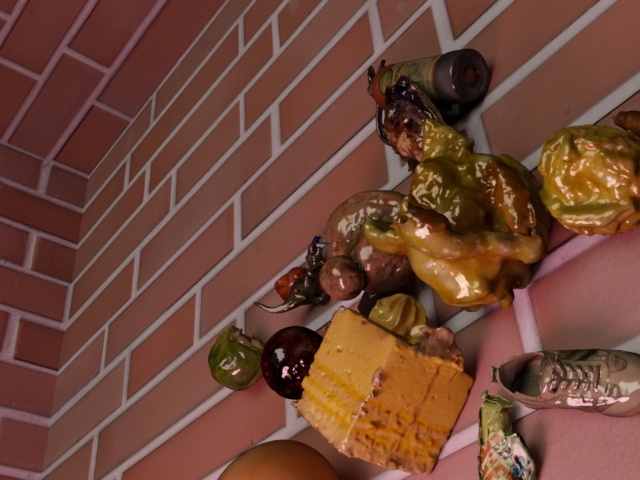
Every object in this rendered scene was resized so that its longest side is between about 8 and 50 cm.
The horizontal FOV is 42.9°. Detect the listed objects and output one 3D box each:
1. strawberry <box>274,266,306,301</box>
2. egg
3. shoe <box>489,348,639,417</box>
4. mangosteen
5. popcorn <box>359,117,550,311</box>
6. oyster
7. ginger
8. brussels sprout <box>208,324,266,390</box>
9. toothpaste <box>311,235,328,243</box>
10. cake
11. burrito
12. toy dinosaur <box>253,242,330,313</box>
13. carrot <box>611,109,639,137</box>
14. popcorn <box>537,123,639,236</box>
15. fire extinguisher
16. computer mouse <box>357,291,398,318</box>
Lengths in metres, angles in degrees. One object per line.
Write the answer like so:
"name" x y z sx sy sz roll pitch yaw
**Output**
"strawberry" -0.077 0.111 2.064 0.152 0.048 0.104 -1 65 53
"egg" -0.084 0.560 1.526 0.301 0.301 0.374 -22 48 49
"shoe" 0.382 0.213 1.246 0.274 0.098 0.103 -16 61 51
"mangosteen" -0.056 0.267 1.824 0.172 0.172 0.184 -58 12 13
"popcorn" 0.240 -0.027 1.448 0.325 0.290 0.321 -21 32 21
"oyster" 0.202 -0.224 1.748 0.100 0.275 0.271 -26 0 -8
"ginger" 0.109 0.011 1.690 0.244 0.155 0.304 -11 27 15
"brussels sprout" -0.213 0.303 2.061 0.183 0.131 0.145 28 89 54
"toothpaste" 0.000 0.000 2.054 0.083 0.015 0.024 5 66 63
"cake" 0.125 0.244 1.494 0.227 0.222 0.286 28 93 58
"burrito" 0.300 0.374 1.301 0.104 0.054 0.288 -34 43 41
"toy dinosaur" -0.050 0.106 1.993 0.179 0.087 0.187 -14 40 51
"carrot" 0.548 -0.164 1.283 0.059 0.059 0.248 -59 29 12
"popcorn" 0.445 -0.098 1.297 0.197 0.155 0.198 22 118 47
"fire extinguisher" 0.207 -0.327 1.859 0.376 0.113 0.200 9 78 58
"computer mouse" 0.135 0.157 1.696 0.099 0.057 0.172 -31 45 21
